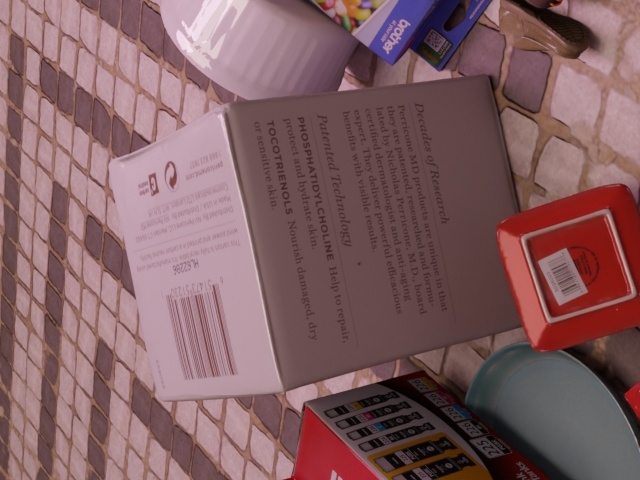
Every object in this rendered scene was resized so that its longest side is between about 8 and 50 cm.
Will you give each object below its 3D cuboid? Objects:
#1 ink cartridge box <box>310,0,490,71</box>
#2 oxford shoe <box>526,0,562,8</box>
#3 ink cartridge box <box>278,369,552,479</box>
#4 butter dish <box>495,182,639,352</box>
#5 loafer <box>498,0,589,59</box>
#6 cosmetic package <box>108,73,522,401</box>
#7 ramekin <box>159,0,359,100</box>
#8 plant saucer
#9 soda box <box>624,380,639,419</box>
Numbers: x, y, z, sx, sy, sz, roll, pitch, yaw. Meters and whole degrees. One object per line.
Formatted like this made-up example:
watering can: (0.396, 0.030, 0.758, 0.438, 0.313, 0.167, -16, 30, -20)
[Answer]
ink cartridge box: (0.060, -0.353, 1.617, 0.311, 0.065, 0.185, 38, 135, 1)
oxford shoe: (0.277, -0.309, 1.433, 0.271, 0.097, 0.098, 29, 141, 54)
ink cartridge box: (0.107, 0.317, 1.593, 0.309, 0.272, 0.130, 38, 129, 44)
butter dish: (0.296, 0.033, 1.468, 0.160, 0.118, 0.160, -18, 82, 12)
loafer: (0.257, -0.239, 1.498, 0.148, 0.056, 0.050, -130, 42, -50)
cosmetic package: (0.000, 0.000, 1.628, 0.329, 0.394, 0.327, -16, 86, 56)
ramekin: (-0.064, -0.320, 1.755, 0.135, 0.277, 0.277, -54, 55, 38)
plant saucer: (0.294, 0.277, 1.591, 0.318, 0.044, 0.317, 21, 116, 52)
soda box: (0.433, 0.241, 1.342, 0.263, 0.084, 0.092, 63, 142, 24)
